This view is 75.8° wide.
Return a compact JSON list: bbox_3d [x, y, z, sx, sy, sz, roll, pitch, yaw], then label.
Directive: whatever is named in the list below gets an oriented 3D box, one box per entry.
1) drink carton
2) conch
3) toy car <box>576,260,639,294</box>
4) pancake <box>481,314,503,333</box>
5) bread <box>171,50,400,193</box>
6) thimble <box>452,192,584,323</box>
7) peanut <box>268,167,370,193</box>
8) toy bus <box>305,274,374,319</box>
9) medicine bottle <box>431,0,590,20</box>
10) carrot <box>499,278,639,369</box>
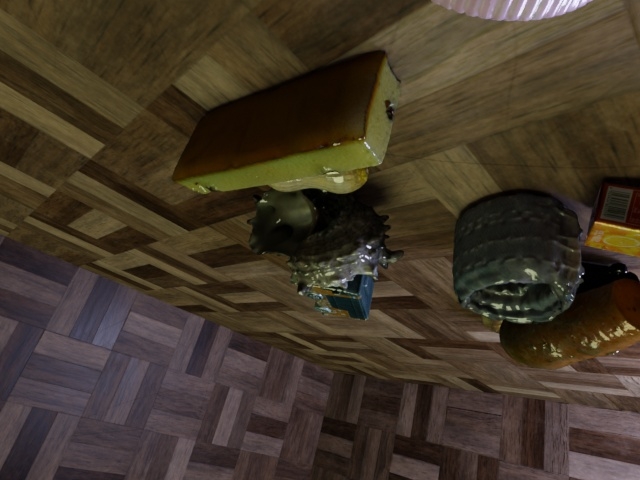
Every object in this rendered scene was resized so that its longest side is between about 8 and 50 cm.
[{"bbox_3d":[0.510,-0.012,0.578,0.223,0.071,0.096,16,164,30],"label":"drink carton"},{"bbox_3d":[-0.004,0.002,0.789,0.313,0.241,0.186,23,145,15],"label":"conch"},{"bbox_3d":[0.518,0.093,0.842,0.209,0.089,0.108,9,154,19],"label":"toy car"},{"bbox_3d":[0.623,0.239,1.125,0.356,0.065,0.356,16,158,7],"label":"pancake"},{"bbox_3d":[-0.067,-0.153,0.604,0.361,0.138,0.077,-3,152,37],"label":"bread"},{"bbox_3d":[0.347,0.041,0.735,0.205,0.172,0.236,17,154,-11],"label":"thimble"},{"bbox_3d":[-0.018,-0.123,0.701,0.206,0.087,0.087,7,155,18],"label":"peanut"},{"bbox_3d":[0.058,0.117,1.116,0.167,0.138,0.275,7,156,15],"label":"toy bus"},{"bbox_3d":[0.124,-0.275,0.171,0.178,0.178,0.291,12,155,7],"label":"medicine bottle"},{"bbox_3d":[0.460,0.166,0.774,0.138,0.139,0.302,17,151,-3],"label":"carrot"}]
